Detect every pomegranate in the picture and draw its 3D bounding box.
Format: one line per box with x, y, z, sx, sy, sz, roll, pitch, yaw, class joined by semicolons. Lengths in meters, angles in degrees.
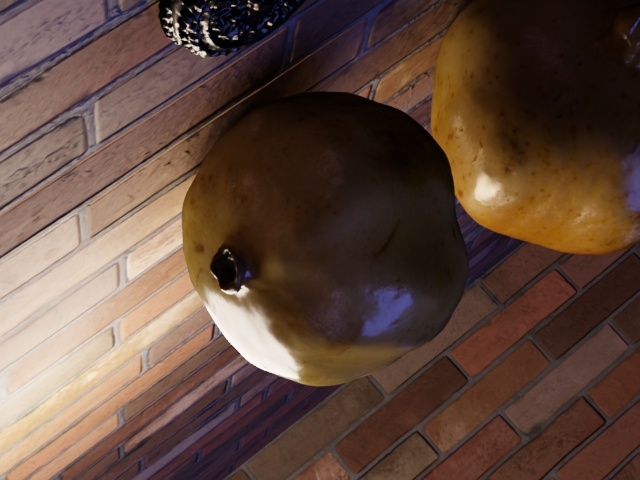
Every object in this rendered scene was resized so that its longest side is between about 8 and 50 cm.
0.328;-0.180;1.725;0.410;0.410;0.410;-39;166;-11;pomegranate
0.000;0.000;1.516;0.332;0.332;0.332;-39;166;-11;pomegranate

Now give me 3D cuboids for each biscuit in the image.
-0.056;-0.234;1.181;0.194;0.053;0.194;-39;165;-12;biscuit
